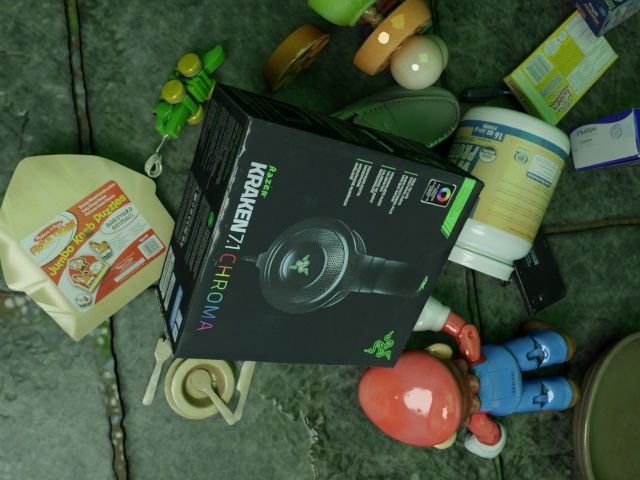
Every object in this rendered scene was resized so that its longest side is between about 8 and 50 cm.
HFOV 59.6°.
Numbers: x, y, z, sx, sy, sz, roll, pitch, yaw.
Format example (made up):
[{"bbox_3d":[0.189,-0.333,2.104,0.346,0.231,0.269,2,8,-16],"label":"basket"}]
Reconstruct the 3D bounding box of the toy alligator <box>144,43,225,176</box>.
[{"bbox_3d":[-0.179,-0.165,0.683,0.051,0.056,0.189,20,76,26],"label":"toy alligator"}]

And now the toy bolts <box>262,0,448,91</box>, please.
[{"bbox_3d":[0.067,-0.237,0.710,0.158,0.218,0.228,47,40,-4],"label":"toy bolts"}]

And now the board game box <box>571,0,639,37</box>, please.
[{"bbox_3d":[0.480,-0.436,0.866,0.194,0.060,0.194,-20,68,0],"label":"board game box"}]

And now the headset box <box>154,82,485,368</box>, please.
[{"bbox_3d":[0.000,0.000,0.599,0.283,0.131,0.246,11,113,-30],"label":"headset box"}]

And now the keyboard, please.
[{"bbox_3d":[0.297,0.022,0.833,0.108,0.023,0.180,-23,92,-24],"label":"keyboard"}]

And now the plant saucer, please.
[{"bbox_3d":[0.463,0.269,0.829,0.278,0.041,0.277,1,89,-31],"label":"plant saucer"}]

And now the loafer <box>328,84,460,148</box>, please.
[{"bbox_3d":[0.048,-0.117,0.706,0.320,0.111,0.112,-23,122,-15],"label":"loafer"}]

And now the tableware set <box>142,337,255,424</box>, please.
[{"bbox_3d":[-0.126,0.121,0.675,0.128,0.039,0.194,17,81,-21],"label":"tableware set"}]

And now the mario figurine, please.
[{"bbox_3d":[0.186,0.182,0.755,0.321,0.170,0.198,0,49,-28],"label":"mario figurine"}]

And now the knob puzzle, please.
[{"bbox_3d":[-0.271,-0.012,0.638,0.213,0.030,0.213,-4,98,-29],"label":"knob puzzle"}]

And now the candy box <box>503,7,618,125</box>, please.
[{"bbox_3d":[0.377,-0.270,0.871,0.206,0.027,0.105,-43,101,-21],"label":"candy box"}]

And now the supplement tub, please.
[{"bbox_3d":[0.226,-0.061,0.741,0.145,0.144,0.199,20,93,-15],"label":"supplement tub"}]

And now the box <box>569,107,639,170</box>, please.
[{"bbox_3d":[0.481,-0.153,0.851,0.137,0.126,0.072,-6,89,-17],"label":"box"}]

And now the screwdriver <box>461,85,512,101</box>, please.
[{"bbox_3d":[0.288,-0.226,0.849,0.170,0.025,0.024,-10,89,-17],"label":"screwdriver"}]
